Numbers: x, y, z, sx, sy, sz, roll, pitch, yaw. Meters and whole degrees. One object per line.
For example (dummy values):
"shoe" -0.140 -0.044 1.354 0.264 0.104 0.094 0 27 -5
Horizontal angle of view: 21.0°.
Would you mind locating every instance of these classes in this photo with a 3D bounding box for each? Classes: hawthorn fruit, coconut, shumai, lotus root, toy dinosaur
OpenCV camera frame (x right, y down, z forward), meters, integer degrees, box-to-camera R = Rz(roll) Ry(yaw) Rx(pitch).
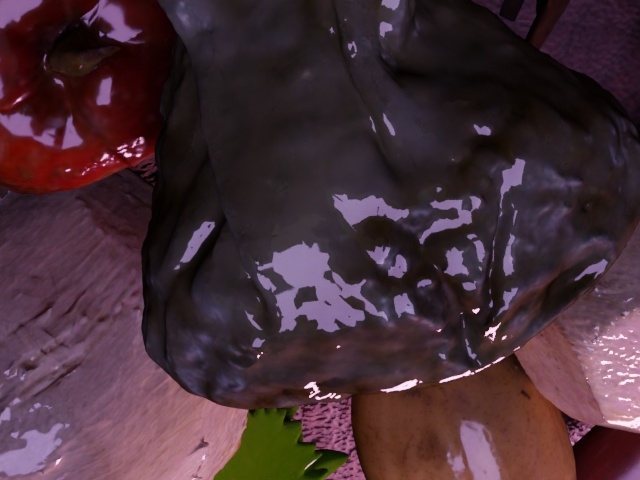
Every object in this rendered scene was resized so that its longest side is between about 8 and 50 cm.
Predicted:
"hawthorn fruit" -0.188 -0.156 1.162 0.258 0.261 0.258 0 143 0
"coconut" 0.258 0.043 1.400 0.237 0.197 0.237 -5 129 -6
"shumai" -0.004 -0.084 0.998 0.330 0.292 0.288 -36 138 -6
"coconut" -0.219 0.090 1.305 0.346 0.360 0.346 24 136 26
"lotus root" 0.114 0.152 1.495 0.183 0.183 0.310 -18 116 9
"toy dinosaur" -0.076 0.186 1.532 0.152 0.177 0.194 43 85 -27

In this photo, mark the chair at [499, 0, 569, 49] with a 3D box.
"chair" 0.124 -0.266 1.147 0.160 0.186 0.319 19 128 -4

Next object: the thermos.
"thermos" 0.313 0.172 1.562 0.099 0.124 0.232 33 112 -31
